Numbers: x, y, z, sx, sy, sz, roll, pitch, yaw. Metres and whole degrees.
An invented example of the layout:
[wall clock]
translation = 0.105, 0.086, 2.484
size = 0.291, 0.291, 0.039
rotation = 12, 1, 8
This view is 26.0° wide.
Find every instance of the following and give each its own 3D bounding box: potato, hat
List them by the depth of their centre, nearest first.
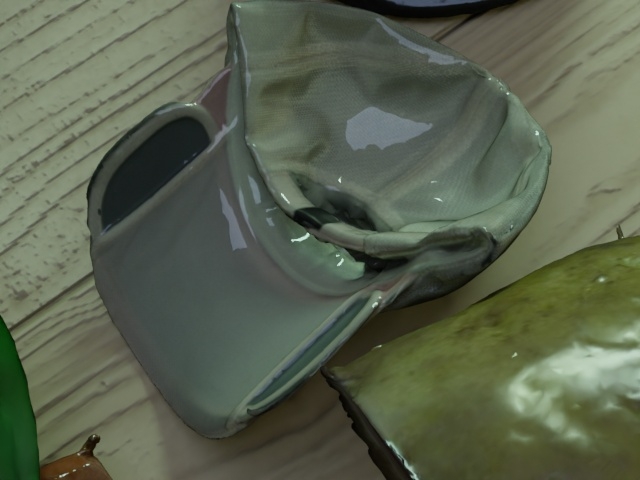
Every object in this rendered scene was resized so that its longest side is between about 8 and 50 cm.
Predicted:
[potato]
translation = 0.173, 0.092, 0.643
size = 0.266, 0.229, 0.229
rotation = -32, 70, -9
[hat]
translation = 0.000, 0.000, 0.754
size = 0.219, 0.164, 0.226
rotation = 50, 120, 32

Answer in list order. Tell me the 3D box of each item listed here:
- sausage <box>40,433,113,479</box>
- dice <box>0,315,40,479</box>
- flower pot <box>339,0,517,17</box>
[sausage]
translation = -0.133, 0.185, 0.703
size = 0.065, 0.065, 0.169
rotation = -5, 69, 3
[dice]
translation = -0.308, 0.137, 0.591
size = 0.297, 0.300, 0.287
rotation = -9, 70, 14
[flower pot]
translation = 0.062, -0.284, 0.811
size = 0.269, 0.166, 0.269
rotation = -2, 68, 6
